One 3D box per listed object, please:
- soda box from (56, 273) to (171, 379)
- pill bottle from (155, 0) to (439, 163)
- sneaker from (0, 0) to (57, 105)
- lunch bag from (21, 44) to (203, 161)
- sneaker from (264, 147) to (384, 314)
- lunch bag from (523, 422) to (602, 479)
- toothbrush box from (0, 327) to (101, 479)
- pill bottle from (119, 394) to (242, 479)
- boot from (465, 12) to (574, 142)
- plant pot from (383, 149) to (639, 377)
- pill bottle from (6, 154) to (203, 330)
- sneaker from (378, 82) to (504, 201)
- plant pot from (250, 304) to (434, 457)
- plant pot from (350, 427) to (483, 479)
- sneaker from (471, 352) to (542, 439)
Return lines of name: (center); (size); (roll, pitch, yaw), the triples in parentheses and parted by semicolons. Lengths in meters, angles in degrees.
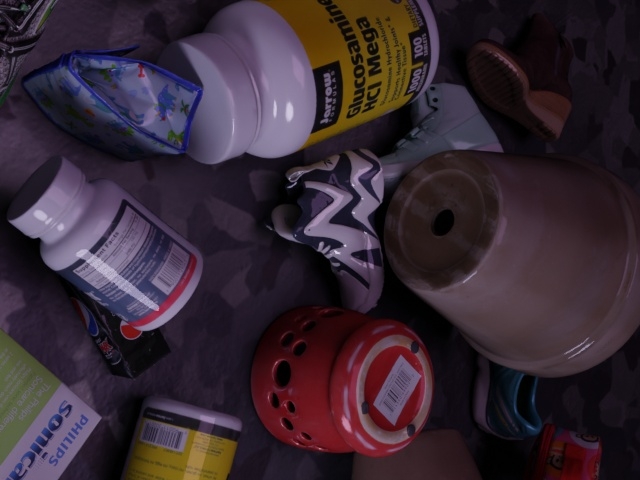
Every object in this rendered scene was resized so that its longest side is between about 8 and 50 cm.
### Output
soda box: (-0.234, 0.068, 0.980); (0.060, 0.053, 0.168); (-36, 111, -34)
pill bottle: (-0.025, -0.210, 1.078); (0.334, 0.188, 0.187); (-28, 107, -37)
sneaker: (-0.309, -0.268, 0.864); (0.134, 0.146, 0.343); (28, 72, -37)
lunch bag: (-0.225, -0.151, 0.944); (0.151, 0.129, 0.096); (21, 74, -36)
sneaker: (0.000, 0.000, 1.168); (0.153, 0.094, 0.235); (-8, 120, -18)
lunch bag: (0.354, 0.436, 1.349); (0.258, 0.120, 0.293); (85, 25, -46)
toothbrush box: (-0.379, 0.157, 0.805); (0.283, 0.122, 0.206); (49, 56, -27)
pill bottle: (-0.169, 0.287, 0.989); (0.119, 0.119, 0.208); (25, 74, -38)
boot: (0.336, -0.303, 1.479); (0.248, 0.090, 0.206); (37, 54, -32)
plant pot: (0.246, 0.010, 1.206); (0.280, 0.323, 0.323); (17, 78, -43)
pill bottle: (-0.216, 0.001, 0.891); (0.180, 0.108, 0.108); (43, 63, -30)
sneaker: (0.128, -0.150, 1.290); (0.256, 0.094, 0.151); (-16, 73, -24)
plant pot: (0.034, 0.178, 1.132); (0.191, 0.174, 0.191); (3, 85, -39)
plant pot: (0.135, 0.378, 1.192); (0.263, 0.263, 0.229); (7, 65, -40)
sneaker: (0.312, 0.178, 1.411); (0.107, 0.110, 0.275); (1, 88, -41)
